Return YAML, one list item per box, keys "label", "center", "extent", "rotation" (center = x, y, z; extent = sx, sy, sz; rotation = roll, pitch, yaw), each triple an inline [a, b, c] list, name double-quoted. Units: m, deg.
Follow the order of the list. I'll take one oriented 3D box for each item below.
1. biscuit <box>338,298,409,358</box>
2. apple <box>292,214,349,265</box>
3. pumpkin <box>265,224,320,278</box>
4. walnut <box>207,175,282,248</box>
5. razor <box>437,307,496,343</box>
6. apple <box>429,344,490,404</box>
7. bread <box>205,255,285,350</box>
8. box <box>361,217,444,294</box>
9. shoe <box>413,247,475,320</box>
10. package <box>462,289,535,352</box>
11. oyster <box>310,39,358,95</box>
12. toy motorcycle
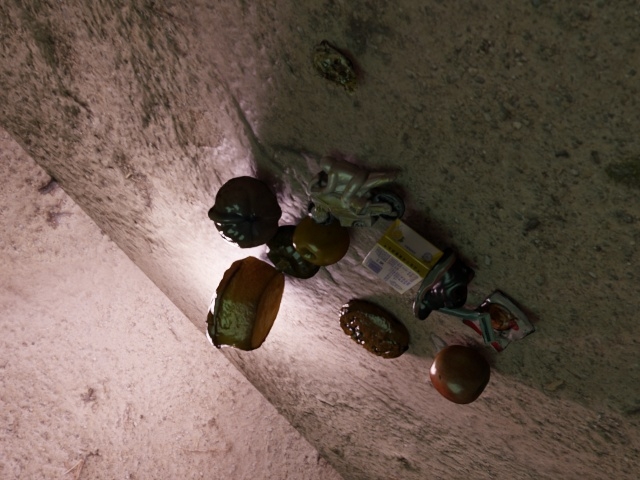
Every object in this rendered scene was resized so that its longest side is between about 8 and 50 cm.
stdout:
- label: "biscuit"
  center: [0.192, 0.342, 2.078]
  extent: [0.296, 0.075, 0.296]
  rotation: [27, 145, 20]
- label: "apple"
  center: [0.000, 0.000, 1.786]
  extent: [0.182, 0.155, 0.182]
  rotation: [22, 137, 22]
- label: "pumpkin"
  center: [-0.103, 0.044, 1.946]
  extent: [0.219, 0.162, 0.219]
  rotation: [29, 150, 19]
- label: "walnut"
  center: [-0.253, -0.095, 1.869]
  extent: [0.248, 0.248, 0.248]
  rotation: [27, 145, 21]
- label: "razor"
  center: [0.416, 0.222, 1.709]
  extent: [0.278, 0.056, 0.111]
  rotation: [20, 141, 50]
- label: "apple"
  center: [0.456, 0.439, 1.823]
  extent: [0.174, 0.188, 0.188]
  rotation: [33, 148, 30]
- label: "bread"
  center: [-0.296, 0.257, 2.201]
  extent: [0.215, 0.398, 0.398]
  rotation: [17, 143, 13]
- label: "box"
  center: [0.230, 0.053, 1.606]
  extent: [0.168, 0.097, 0.265]
  rotation: [37, 165, 7]
- label: "shoe"
  center: [0.368, 0.146, 1.635]
  extent: [0.137, 0.114, 0.291]
  rotation: [31, 141, 12]
- label: "package"
  center: [0.530, 0.249, 1.655]
  extent: [0.154, 0.030, 0.239]
  rotation: [45, 154, 14]
- label: "oyster"
  center: [0.035, -0.420, 1.348]
  extent: [0.166, 0.053, 0.108]
  rotation: [31, 137, 27]
- label: "toy motorcycle"
  center: [0.079, -0.141, 1.584]
  extent: [0.341, 0.108, 0.223]
  rotation: [1, 121, 38]
